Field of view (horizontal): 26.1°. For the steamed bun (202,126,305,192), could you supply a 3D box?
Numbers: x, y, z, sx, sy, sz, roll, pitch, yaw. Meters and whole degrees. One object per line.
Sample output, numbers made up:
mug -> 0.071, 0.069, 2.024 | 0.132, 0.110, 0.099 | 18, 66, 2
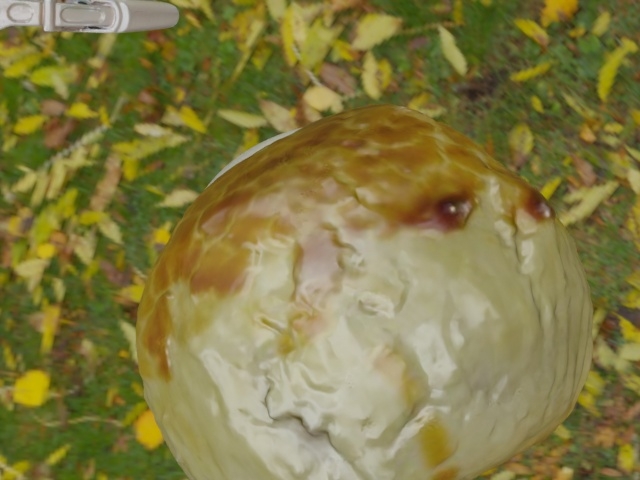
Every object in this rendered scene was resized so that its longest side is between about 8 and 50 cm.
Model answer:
steamed bun -> 0.000, 0.000, 1.516 | 0.324, 0.206, 0.324 | -9, 36, 7

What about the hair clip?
hair clip -> -0.212, -0.189, 1.147 | 0.072, 0.226, 0.034 | 24, 113, 57

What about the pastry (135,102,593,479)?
pastry -> 0.028, 0.058, 1.130 | 0.388, 0.388, 0.313 | -25, 86, 22
